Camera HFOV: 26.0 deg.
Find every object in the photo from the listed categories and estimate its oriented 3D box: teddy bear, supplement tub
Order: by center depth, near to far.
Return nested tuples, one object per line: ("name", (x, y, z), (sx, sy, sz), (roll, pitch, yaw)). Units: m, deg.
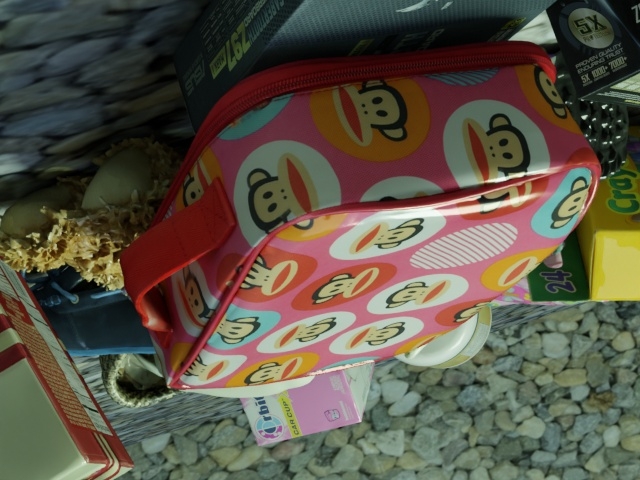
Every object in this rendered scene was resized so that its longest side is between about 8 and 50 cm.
("teddy bear", (-0.095, -0.005, 1.076), (0.245, 0.113, 0.338), (-19, 169, 17))
("supplement tub", (0.159, 0.104, 1.920), (0.144, 0.144, 0.200), (-20, 169, 12))

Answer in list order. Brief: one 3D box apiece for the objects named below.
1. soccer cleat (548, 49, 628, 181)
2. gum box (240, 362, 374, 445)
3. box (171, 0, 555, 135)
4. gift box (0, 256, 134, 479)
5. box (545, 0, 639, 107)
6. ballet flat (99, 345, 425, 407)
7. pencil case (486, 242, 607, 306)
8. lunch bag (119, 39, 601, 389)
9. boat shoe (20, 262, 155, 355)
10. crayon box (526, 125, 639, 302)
("soccer cleat", (0.135, -0.093, 1.085), (0.116, 0.108, 0.318), (-1, -175, 40))
("gum box", (-0.008, 0.128, 1.406), (0.107, 0.062, 0.188), (-15, -164, 13))
("box", (0.038, -0.136, 0.772), (0.183, 0.059, 0.233), (-11, 167, -26))
("gift box", (-0.321, 0.125, 1.014), (0.258, 0.276, 0.255), (-33, 166, -5))
("box", (0.271, -0.158, 0.984), (0.147, 0.077, 0.180), (-26, 166, 34))
("ballet flat", (0.003, 0.057, 1.297), (0.483, 0.182, 0.164), (-20, 127, 18))
("pencil case", (0.219, 0.019, 1.532), (0.124, 0.124, 0.284), (-10, -179, -34))
("lunch bag", (0.000, 0.000, 0.842), (0.258, 0.120, 0.293), (-10, 159, -27))
("boat shoe", (-0.204, 0.055, 1.236), (0.258, 0.089, 0.109), (-2, -178, 1))
("crayon box", (0.352, -0.030, 1.304), (0.323, 0.083, 0.203), (-1, -148, 3))
